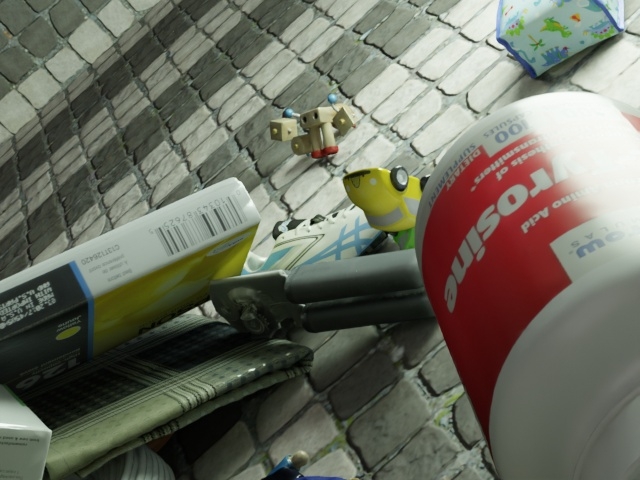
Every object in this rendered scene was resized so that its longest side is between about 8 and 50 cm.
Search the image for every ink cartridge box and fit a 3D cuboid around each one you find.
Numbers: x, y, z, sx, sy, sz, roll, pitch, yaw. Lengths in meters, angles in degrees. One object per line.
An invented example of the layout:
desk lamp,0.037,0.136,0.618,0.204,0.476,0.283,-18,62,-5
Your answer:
ink cartridge box,-0.343,0.255,1.267,0.154,0.093,0.212,20,97,58
ink cartridge box,-0.225,0.071,1.428,0.303,0.072,0.307,-27,-16,-18

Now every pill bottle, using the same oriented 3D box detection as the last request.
pill bottle,0.206,0.069,0.879,0.229,0.229,0.408,-38,24,11

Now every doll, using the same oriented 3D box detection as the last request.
doll,-0.037,0.245,1.189,0.189,0.046,0.129,-8,40,52

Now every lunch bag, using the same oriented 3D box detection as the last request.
lunch bag,0.277,-0.279,1.517,0.129,0.096,0.151,-27,38,33

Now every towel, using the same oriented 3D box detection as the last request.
towel,-0.207,0.170,1.436,0.324,0.056,0.312,-22,15,-28

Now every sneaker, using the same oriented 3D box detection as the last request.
sneaker,0.000,0.000,1.481,0.237,0.086,0.085,-31,6,27

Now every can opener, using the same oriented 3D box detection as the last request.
can opener,0.007,0.044,1.374,0.283,0.076,0.095,-10,32,34

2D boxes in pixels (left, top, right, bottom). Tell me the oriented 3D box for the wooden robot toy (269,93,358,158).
wooden robot toy,0.012,-0.154,1.789,0.079,0.076,0.173,-16,3,-39

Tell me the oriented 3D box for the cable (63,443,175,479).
cable,-0.257,0.316,1.360,0.257,0.089,0.257,-35,25,18

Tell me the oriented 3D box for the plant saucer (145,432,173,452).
plant saucer,-0.196,0.219,1.522,0.083,0.013,0.083,-34,25,18

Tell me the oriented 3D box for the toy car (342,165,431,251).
toy car,0.122,-0.018,1.306,0.225,0.239,0.053,133,138,-72
